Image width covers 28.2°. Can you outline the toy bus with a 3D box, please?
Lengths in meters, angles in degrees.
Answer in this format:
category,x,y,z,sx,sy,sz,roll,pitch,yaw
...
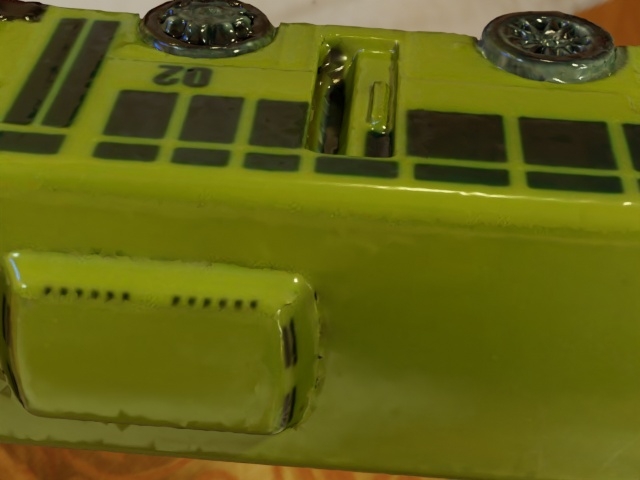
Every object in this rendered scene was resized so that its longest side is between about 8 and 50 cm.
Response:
category,x,y,z,sx,sy,sz,roll,pitch,yaw
toy bus,0.000,0.000,0.440,0.262,0.128,0.150,4,35,2
